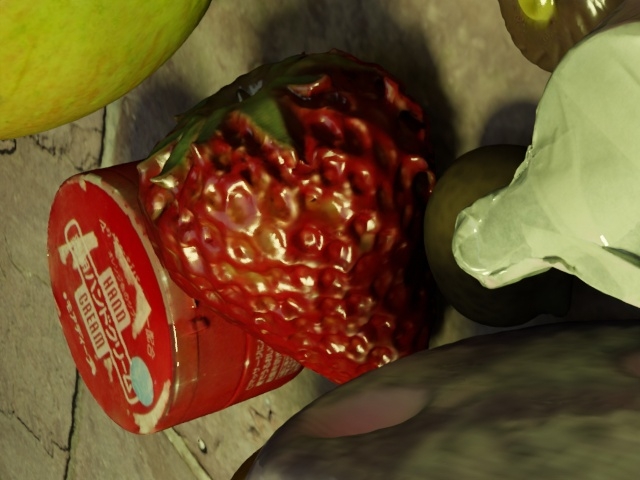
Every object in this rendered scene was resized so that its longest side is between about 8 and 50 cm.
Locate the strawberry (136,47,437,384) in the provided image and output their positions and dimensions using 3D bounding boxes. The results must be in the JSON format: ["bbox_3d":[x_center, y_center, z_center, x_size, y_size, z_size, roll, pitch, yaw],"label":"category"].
[{"bbox_3d":[0.000,0.000,0.785,0.205,0.205,0.244,3,129,53],"label":"strawberry"}]

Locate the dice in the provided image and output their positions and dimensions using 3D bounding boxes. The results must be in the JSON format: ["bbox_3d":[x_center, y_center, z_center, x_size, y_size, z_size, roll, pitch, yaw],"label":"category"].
[{"bbox_3d":[0.128,0.199,0.588,0.271,0.270,0.270,0,104,54],"label":"dice"}]

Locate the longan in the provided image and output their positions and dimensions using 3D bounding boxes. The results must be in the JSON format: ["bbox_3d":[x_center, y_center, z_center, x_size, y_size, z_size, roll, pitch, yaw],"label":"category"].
[{"bbox_3d":[0.110,-0.001,0.676,0.113,0.092,0.113,6,98,45],"label":"longan"}]

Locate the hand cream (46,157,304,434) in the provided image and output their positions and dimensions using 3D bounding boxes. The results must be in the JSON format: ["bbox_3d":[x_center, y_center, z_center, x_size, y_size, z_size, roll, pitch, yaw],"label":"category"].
[{"bbox_3d":[-0.115,0.036,0.957,0.230,0.149,0.230,30,128,47],"label":"hand cream"}]

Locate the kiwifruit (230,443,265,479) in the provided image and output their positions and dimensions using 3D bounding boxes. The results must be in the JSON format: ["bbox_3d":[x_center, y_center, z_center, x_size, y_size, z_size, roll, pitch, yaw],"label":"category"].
[{"bbox_3d":[0.020,0.251,0.836,0.196,0.196,0.234,11,114,51],"label":"kiwifruit"}]

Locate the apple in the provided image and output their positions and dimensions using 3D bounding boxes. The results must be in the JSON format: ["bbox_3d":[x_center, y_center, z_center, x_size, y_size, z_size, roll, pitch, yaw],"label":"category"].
[{"bbox_3d":[-0.230,-0.240,0.829,0.339,0.340,0.339,27,126,45],"label":"apple"}]

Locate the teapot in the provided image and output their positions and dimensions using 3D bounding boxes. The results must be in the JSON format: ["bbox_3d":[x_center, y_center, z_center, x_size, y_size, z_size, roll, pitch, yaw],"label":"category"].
[{"bbox_3d":[0.162,-0.050,0.509,0.221,0.178,0.163,13,115,52],"label":"teapot"}]

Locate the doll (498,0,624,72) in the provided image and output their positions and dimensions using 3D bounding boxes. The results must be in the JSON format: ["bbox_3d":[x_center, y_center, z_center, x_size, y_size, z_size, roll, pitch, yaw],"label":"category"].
[{"bbox_3d":[0.115,-0.157,0.605,0.188,0.096,0.145,3,100,64],"label":"doll"}]
